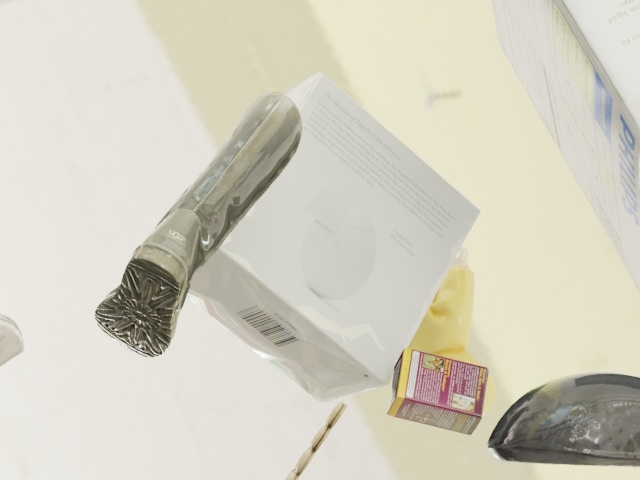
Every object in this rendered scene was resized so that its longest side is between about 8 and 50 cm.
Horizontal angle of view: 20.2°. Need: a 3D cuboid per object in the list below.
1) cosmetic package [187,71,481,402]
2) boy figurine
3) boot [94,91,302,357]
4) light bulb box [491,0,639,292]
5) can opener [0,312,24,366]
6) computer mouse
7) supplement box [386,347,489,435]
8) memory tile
[{"bbox_3d":[0.000,0.000,1.771,0.224,0.224,0.138,40,-29,-17],"label":"cosmetic package"},{"bbox_3d":[0.109,0.078,1.998,0.177,0.092,0.285,-41,-112,25],"label":"boy figurine"},{"bbox_3d":[-0.104,-0.014,1.555,0.076,0.208,0.189,32,-34,-6],"label":"boot"},{"bbox_3d":[0.316,-0.184,1.644,0.358,0.225,0.361,67,-2,-61],"label":"light bulb box"},{"bbox_3d":[-0.323,0.117,1.229,0.093,0.280,0.074,59,10,33],"label":"can opener"},{"bbox_3d":[0.257,0.139,1.378,0.188,0.272,0.072,163,-70,-73],"label":"computer mouse"},{"bbox_3d":[0.109,0.140,1.669,0.083,0.055,0.043,15,-33,-4],"label":"supplement box"},{"bbox_3d":[-0.011,0.272,2.353,0.012,0.148,0.113,34,-4,2],"label":"memory tile"}]
